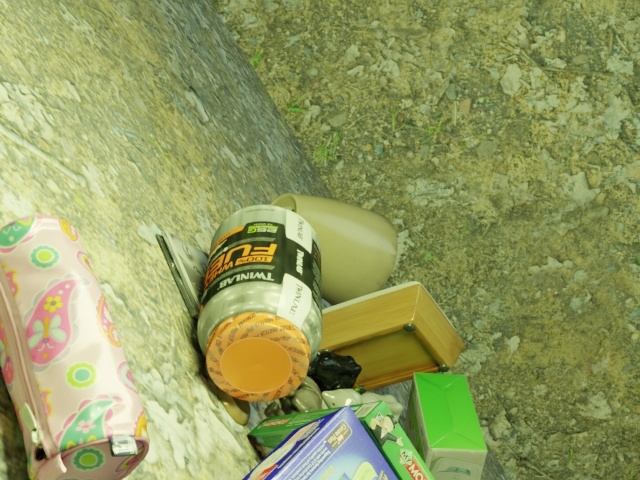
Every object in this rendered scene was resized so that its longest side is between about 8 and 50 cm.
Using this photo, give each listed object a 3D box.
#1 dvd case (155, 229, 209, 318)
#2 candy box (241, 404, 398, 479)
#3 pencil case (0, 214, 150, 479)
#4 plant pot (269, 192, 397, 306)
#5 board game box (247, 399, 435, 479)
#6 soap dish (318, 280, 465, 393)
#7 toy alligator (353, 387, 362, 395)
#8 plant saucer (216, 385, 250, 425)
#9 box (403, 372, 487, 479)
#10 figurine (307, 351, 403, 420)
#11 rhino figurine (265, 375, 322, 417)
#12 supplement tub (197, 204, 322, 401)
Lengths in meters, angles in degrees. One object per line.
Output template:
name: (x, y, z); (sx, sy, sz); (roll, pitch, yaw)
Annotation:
dvd case: (-0.196, 0.078, 1.628); (0.164, 0.018, 0.221); (63, 12, 23)
candy box: (0.018, 0.405, 1.116); (0.317, 0.122, 0.268); (57, 39, -1)
pencil case: (-0.264, 0.113, 0.944); (0.124, 0.124, 0.284); (40, 22, -60)
plant pot: (0.000, 0.000, 2.233); (0.274, 0.256, 0.256); (28, 27, -38)
board game box: (0.040, 0.338, 1.330); (0.046, 0.317, 0.213); (-38, 99, -34)
soap dish: (0.146, 0.226, 2.114); (0.229, 0.291, 0.118); (51, 31, -35)
toy alligator: (0.075, 0.344, 2.021); (0.189, 0.051, 0.056); (61, 10, 16)
plant saucer: (-0.131, 0.246, 1.455); (0.083, 0.015, 0.083); (55, 11, -16)
box: (0.253, 0.453, 2.018); (0.262, 0.127, 0.231); (-95, -170, -63)
figurine: (0.037, 0.291, 1.819); (0.215, 0.092, 0.209); (40, 6, 37)
rhino figurine: (-0.037, 0.300, 1.580); (0.106, 0.073, 0.243); (51, 14, -20)
supplement tub: (-0.093, 0.096, 1.500); (0.193, 0.193, 0.316); (53, 18, -27)
